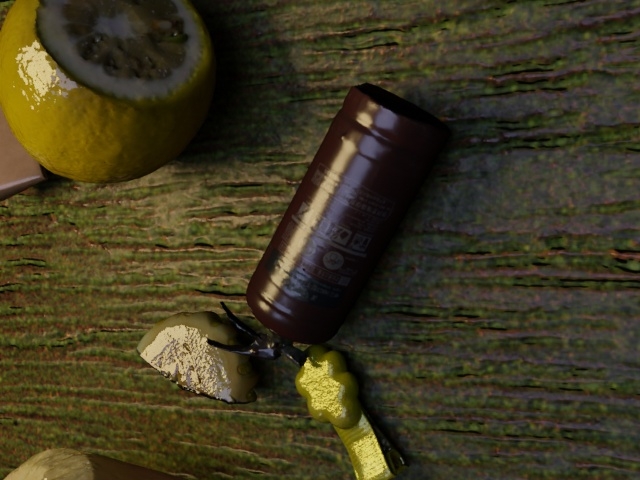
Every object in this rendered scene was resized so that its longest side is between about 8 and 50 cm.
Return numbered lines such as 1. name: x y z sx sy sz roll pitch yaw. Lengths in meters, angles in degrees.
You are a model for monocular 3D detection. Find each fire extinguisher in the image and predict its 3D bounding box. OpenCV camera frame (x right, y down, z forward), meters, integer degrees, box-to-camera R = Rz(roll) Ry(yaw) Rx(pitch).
1. fire extinguisher: 0.000 0.000 0.923 0.136 0.114 0.337 30 107 7

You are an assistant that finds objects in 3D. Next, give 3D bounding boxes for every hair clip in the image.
1. hair clip: 0.026 0.195 0.967 0.072 0.046 0.173 -35 77 21

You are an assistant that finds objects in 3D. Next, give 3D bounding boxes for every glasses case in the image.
1. glasses case: -0.406 -0.155 1.154 0.103 0.070 0.193 -19 83 -1

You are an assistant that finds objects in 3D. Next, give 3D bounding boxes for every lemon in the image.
1. lemon: -0.245 -0.176 0.977 0.240 0.241 0.219 59 144 11

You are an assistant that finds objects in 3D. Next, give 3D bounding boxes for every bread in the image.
1. bread: -0.140 0.130 1.025 0.157 0.083 0.094 9 95 24

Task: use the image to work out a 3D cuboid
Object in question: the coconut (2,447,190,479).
1. coconut: -0.231 0.405 0.981 0.298 0.310 0.297 -30 41 31
